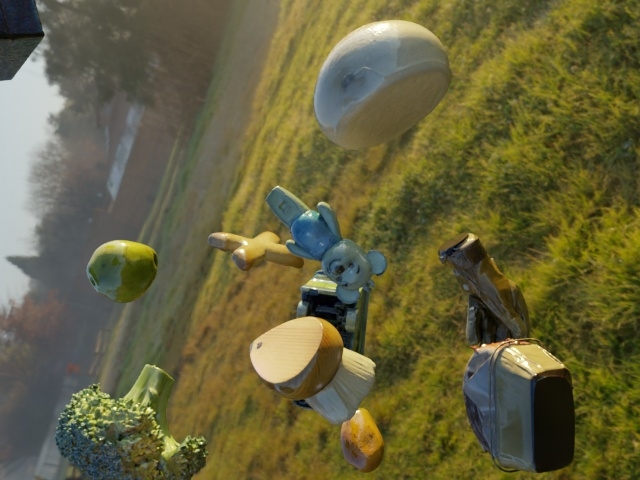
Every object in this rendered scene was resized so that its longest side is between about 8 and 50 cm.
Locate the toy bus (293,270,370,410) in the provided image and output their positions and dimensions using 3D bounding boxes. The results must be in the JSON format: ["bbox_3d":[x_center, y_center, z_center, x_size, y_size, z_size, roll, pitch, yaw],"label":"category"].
[{"bbox_3d":[0.027,0.248,1.489,0.190,0.152,0.312,-40,-45,-73],"label":"toy bus"}]

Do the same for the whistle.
[{"bbox_3d":[0.000,0.000,1.003,0.114,0.236,0.077,-49,-6,25],"label":"whistle"}]

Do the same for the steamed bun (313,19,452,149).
[{"bbox_3d":[0.108,-0.316,1.186,0.177,0.283,0.283,62,144,17],"label":"steamed bun"}]

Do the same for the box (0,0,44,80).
[{"bbox_3d":[-0.563,-0.417,0.978,0.279,0.116,0.261,-3,103,52],"label":"box"}]

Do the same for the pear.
[{"bbox_3d":[-0.274,0.039,0.849,0.097,0.092,0.092,-37,-3,-33],"label":"pear"}]

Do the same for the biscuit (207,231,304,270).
[{"bbox_3d":[-0.157,0.022,1.505,0.164,0.208,0.047,37,115,35],"label":"biscuit"}]

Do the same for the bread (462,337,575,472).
[{"bbox_3d":[0.338,0.275,1.029,0.212,0.142,0.224,-171,78,-74],"label":"bread"}]

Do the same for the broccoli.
[{"bbox_3d":[-0.445,0.469,1.474,0.302,0.375,0.249,-66,9,-10],"label":"broccoli"}]

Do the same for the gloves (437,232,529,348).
[{"bbox_3d":[0.402,0.139,1.443,0.154,0.331,0.141,-29,0,39],"label":"gloves"}]

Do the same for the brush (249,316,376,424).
[{"bbox_3d":[-0.030,0.267,1.272,0.267,0.166,0.174,-2,51,52],"label":"brush"}]

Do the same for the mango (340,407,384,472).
[{"bbox_3d":[0.106,0.534,1.606,0.089,0.115,0.165,99,149,-62],"label":"mango"}]
